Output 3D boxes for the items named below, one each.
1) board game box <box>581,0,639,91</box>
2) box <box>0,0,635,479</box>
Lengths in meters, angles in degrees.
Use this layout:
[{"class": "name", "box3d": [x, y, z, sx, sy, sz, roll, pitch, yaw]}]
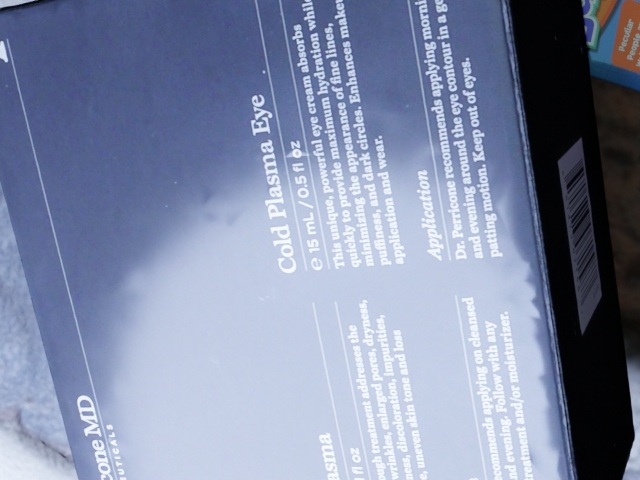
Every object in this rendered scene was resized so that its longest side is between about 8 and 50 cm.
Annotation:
[{"class": "board game box", "box3d": [0.217, -0.166, 0.607, 0.210, 0.047, 0.160, 19, 108, 10]}, {"class": "box", "box3d": [0.000, 0.000, 0.608, 0.313, 0.179, 0.343, -4, 104, 25]}]
